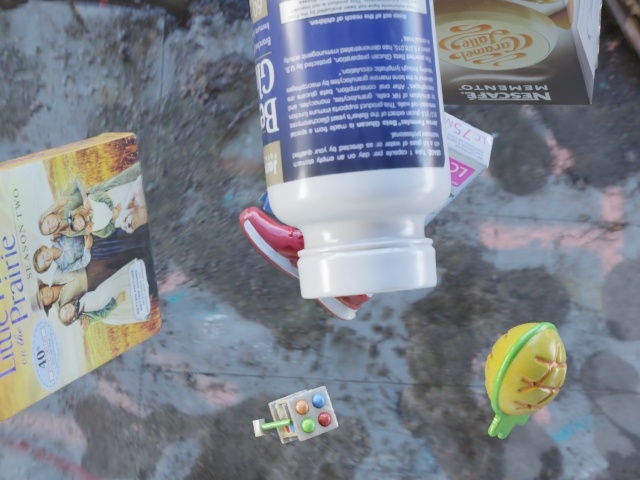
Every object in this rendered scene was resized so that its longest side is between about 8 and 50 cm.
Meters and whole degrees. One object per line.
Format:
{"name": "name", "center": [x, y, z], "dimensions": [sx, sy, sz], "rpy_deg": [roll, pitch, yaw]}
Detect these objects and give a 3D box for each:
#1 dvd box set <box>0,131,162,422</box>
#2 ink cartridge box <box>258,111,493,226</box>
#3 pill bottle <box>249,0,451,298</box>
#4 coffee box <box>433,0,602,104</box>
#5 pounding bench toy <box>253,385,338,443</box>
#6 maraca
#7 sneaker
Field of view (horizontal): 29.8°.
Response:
{"name": "dvd box set", "center": [-0.358, 0.036, 1.591], "dimensions": [0.062, 0.420, 0.307], "rpy_deg": [-1, 102, 24]}
{"name": "ink cartridge box", "center": [0.055, -0.071, 1.511], "dimensions": [0.186, 0.311, 0.065], "rpy_deg": [26, 55, -15]}
{"name": "pill bottle", "center": [0.017, -0.057, 0.611], "dimensions": [0.094, 0.094, 0.169], "rpy_deg": [-5, 87, -12]}
{"name": "coffee box", "center": [0.131, -0.193, 0.907], "dimensions": [0.141, 0.246, 0.098], "rpy_deg": [3, 75, 20]}
{"name": "pounding bench toy", "center": [-0.032, 0.212, 1.423], "dimensions": [0.083, 0.065, 0.052], "rpy_deg": [-17, 86, -27]}
{"name": "maraca", "center": [0.268, 0.186, 1.591], "dimensions": [0.127, 0.099, 0.185], "rpy_deg": [-24, 135, -33]}
{"name": "sneaker", "center": [0.000, 0.000, 1.713], "dimensions": [0.221, 0.087, 0.128], "rpy_deg": [40, 106, -9]}
